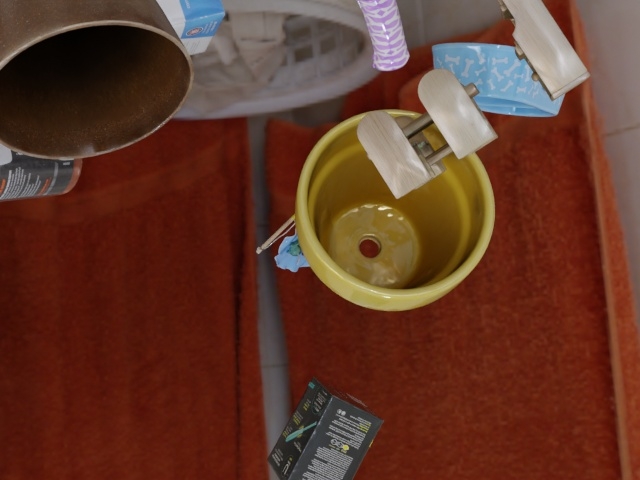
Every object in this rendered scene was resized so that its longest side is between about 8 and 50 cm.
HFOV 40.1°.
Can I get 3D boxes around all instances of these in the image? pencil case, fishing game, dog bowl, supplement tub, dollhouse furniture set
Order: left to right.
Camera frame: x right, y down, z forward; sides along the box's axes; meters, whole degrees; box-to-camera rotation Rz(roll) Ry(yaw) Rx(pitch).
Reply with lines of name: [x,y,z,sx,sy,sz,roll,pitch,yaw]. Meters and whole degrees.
supplement tub: [-0.402,-0.099,1.084,0.106,0.106,0.198,-10,-178,37]
fishing game: [0.000,0.000,1.671,0.189,0.041,0.264,-41,154,8]
pencil case: [0.134,-0.468,1.914,0.088,0.086,0.206,-10,134,13]
dollhouse furniture set: [0.146,-0.179,0.976,0.242,0.161,0.212,-33,179,15]
dog bowl: [0.279,-0.241,1.348,0.166,0.074,0.297,9,-174,32]

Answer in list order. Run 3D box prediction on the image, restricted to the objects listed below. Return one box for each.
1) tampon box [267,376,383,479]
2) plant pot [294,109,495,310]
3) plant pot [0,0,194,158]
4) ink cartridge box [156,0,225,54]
tampon box: [0.006,0.324,1.414,0.101,0.161,0.120,29,178,-18]
plant pot: [0.085,-0.016,1.203,0.254,0.254,0.239,-4,163,-8]
plant pot: [-0.270,-0.242,0.925,0.215,0.230,0.215,-19,157,-8]
ink cartridge box: [-0.340,-0.370,1.476,0.307,0.129,0.223,-18,-178,-17]
